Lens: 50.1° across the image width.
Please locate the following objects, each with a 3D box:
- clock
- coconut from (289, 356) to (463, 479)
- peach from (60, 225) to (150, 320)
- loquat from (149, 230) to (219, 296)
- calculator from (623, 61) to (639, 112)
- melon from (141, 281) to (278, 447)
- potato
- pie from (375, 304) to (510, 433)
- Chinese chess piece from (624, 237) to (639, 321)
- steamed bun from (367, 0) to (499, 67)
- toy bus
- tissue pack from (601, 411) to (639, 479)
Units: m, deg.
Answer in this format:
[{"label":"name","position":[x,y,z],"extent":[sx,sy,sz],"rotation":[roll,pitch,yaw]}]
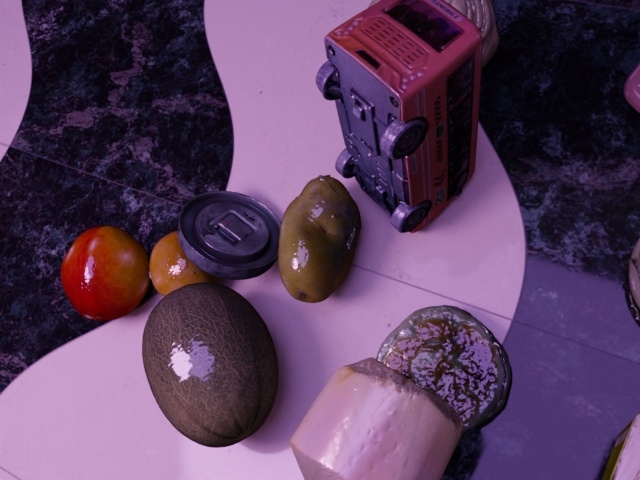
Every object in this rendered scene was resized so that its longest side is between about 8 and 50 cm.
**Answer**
[{"label":"clock","position":[-0.179,-0.012,1.370],"extent":[0.214,0.042,0.215],"rotation":[13,43,-12]},{"label":"coconut","position":[0.079,0.323,1.058],"extent":[0.239,0.239,0.244],"rotation":[29,81,26]},{"label":"peach","position":[-0.450,0.078,1.427],"extent":[0.197,0.197,0.198],"rotation":[-7,69,17]},{"label":"loquat","position":[-0.275,0.052,1.398],"extent":[0.163,0.137,0.163],"rotation":[-17,50,22]},{"label":"calculator","position":[0.715,-0.315,1.233],"extent":[0.329,0.048,0.220],"rotation":[-41,64,4]},{"label":"melon","position":[-0.198,0.225,1.255],"extent":[0.237,0.237,0.302],"rotation":[-30,64,7]},{"label":"potato","position":[0.000,0.000,1.304],"extent":[0.143,0.169,0.248],"rotation":[-14,52,47]},{"label":"pie","position":[0.212,0.226,1.201],"extent":[0.240,0.054,0.241],"rotation":[-3,73,11]},{"label":"Chinese chess piece","position":[0.619,0.058,1.105],"extent":[0.237,0.092,0.238],"rotation":[-6,70,18]},{"label":"steamed bun","position":[0.200,-0.420,1.365],"extent":[0.289,0.203,0.276],"rotation":[-11,68,16]},{"label":"toy bus","position":[0.152,-0.208,1.190],"extent":[0.233,0.427,0.203],"rotation":[-38,63,-10]},{"label":"tissue pack","position":[0.498,0.354,0.936],"extent":[0.200,0.274,0.167],"rotation":[21,79,25]}]
